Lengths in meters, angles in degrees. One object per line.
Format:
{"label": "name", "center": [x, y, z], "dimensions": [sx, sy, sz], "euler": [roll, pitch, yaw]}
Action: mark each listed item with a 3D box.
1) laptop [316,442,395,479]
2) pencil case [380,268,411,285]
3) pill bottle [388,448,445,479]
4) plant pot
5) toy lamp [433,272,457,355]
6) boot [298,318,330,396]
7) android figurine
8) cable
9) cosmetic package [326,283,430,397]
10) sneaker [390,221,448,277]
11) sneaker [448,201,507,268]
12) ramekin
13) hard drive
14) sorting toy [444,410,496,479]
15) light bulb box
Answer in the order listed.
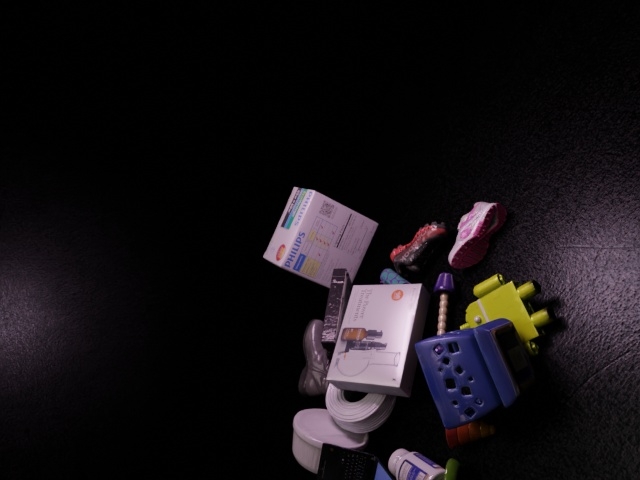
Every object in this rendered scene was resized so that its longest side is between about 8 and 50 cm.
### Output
{"label": "laptop", "center": [0.107, 0.788, 1.600], "dimensions": [0.136, 0.264, 0.235], "euler": [-56, -24, -72]}
{"label": "pencil case", "center": [0.286, 0.163, 1.973], "dimensions": [0.070, 0.064, 0.151], "euler": [-59, 28, 6]}
{"label": "pill bottle", "center": [0.286, 0.683, 1.507], "dimensions": [0.186, 0.112, 0.112], "euler": [7, 74, 61]}
{"label": "plant pot", "center": [0.422, 0.336, 1.368], "dimensions": [0.212, 0.235, 0.236], "euler": [-31, 72, 35]}
{"label": "toy lamp", "center": [0.402, 0.241, 1.701], "dimensions": [0.080, 0.080, 0.275], "euler": [-20, 52, 53]}
{"label": "boot", "center": [0.033, 0.480, 2.137], "dimensions": [0.222, 0.118, 0.339], "euler": [-20, 58, 45]}
{"label": "android figurine", "center": [0.519, 0.227, 1.477], "dimensions": [0.273, 0.056, 0.248], "euler": [-38, 59, 38]}
{"label": "cable", "center": [0.142, 0.536, 1.811], "dimensions": [0.257, 0.089, 0.257], "euler": [-48, 35, -21]}
{"label": "cosmetic package", "center": [0.205, 0.334, 1.799], "dimensions": [0.284, 0.097, 0.378], "euler": [-4, 53, 34]}
{"label": "sneaker", "center": [0.367, 0.043, 1.897], "dimensions": [0.276, 0.097, 0.135], "euler": [-43, 35, 39]}
{"label": "sneaker", "center": [0.505, -0.021, 1.721], "dimensions": [0.252, 0.103, 0.111], "euler": [-55, 25, 6]}
{"label": "ramekin", "center": [0.026, 0.701, 1.793], "dimensions": [0.273, 0.272, 0.127], "euler": [21, 100, 62]}
{"label": "hard drive", "center": [0.079, 0.308, 2.015], "dimensions": [0.064, 0.237, 0.339], "euler": [-3, 47, 15]}
{"label": "sorting toy", "center": [0.406, 0.630, 1.386], "dimensions": [0.126, 0.127, 0.366], "euler": [-6, 60, 28]}
{"label": "light bulb box", "center": [0.000, 0.000, 2.281], "dimensions": [0.225, 0.361, 0.358], "euler": [20, 85, 62]}
